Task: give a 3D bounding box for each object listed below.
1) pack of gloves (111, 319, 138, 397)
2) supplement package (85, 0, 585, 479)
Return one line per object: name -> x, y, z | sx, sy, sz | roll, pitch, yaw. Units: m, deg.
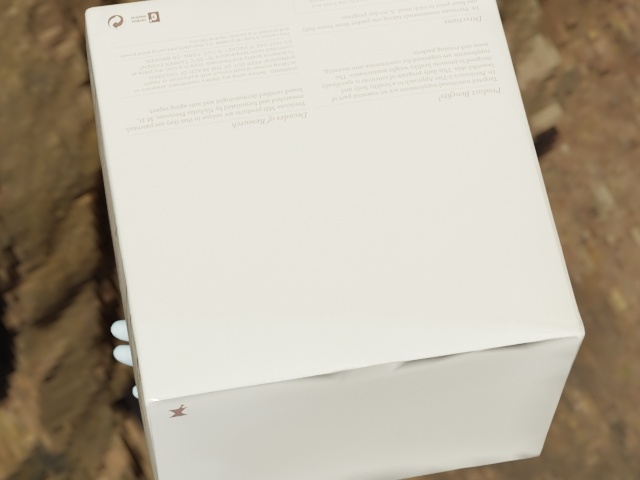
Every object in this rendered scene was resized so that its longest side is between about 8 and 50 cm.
pack of gloves -> 0.000, 0.027, 1.160 | 0.046, 0.232, 0.195 | -101, 29, -57
supplement package -> 0.000, 0.000, 0.930 | 0.149, 0.194, 0.203 | 94, 166, -62
